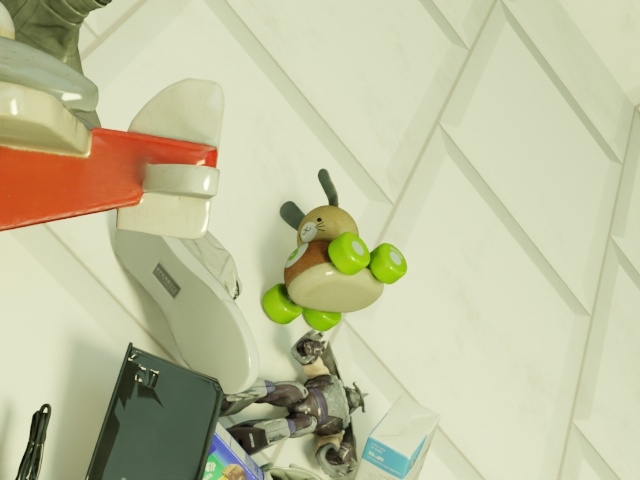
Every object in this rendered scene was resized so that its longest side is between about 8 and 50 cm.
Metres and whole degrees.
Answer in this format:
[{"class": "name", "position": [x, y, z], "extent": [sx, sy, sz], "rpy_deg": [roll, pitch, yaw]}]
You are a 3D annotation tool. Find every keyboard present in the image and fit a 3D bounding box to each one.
[{"class": "keyboard", "position": [-0.217, 0.252, 1.075], "extent": [0.201, 0.033, 0.317], "rpy_deg": [27, 62, -25]}]

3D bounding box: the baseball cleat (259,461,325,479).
[{"class": "baseball cleat", "position": [-0.012, 0.331, 1.267], "extent": [0.206, 0.109, 0.072], "rpy_deg": [45, 34, -24]}]

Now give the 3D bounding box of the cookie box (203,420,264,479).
[{"class": "cookie box", "position": [-0.128, 0.247, 1.195], "extent": [0.107, 0.092, 0.040], "rpy_deg": [50, 5, -13]}]

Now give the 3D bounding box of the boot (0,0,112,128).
[{"class": "boot", "position": [-0.291, -0.237, 1.260], "extent": [0.083, 0.161, 0.246], "rpy_deg": [-26, 88, -54]}]

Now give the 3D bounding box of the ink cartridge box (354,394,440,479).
[{"class": "ink cartridge box", "position": [0.084, 0.299, 1.399], "extent": [0.060, 0.180, 0.104], "rpy_deg": [25, 32, 17]}]

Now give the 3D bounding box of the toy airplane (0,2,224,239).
[{"class": "toy airplane", "position": [-0.272, -0.101, 1.001], "extent": [0.384, 0.386, 0.272], "rpy_deg": [-14, 91, -54]}]

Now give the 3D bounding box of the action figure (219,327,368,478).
[{"class": "action figure", "position": [-0.023, 0.205, 1.353], "extent": [0.285, 0.099, 0.185], "rpy_deg": [2, 60, -54]}]

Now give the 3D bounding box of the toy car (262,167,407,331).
[{"class": "toy car", "position": [0.000, 0.000, 1.480], "extent": [0.149, 0.155, 0.188], "rpy_deg": [15, 46, -45]}]

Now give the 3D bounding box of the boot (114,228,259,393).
[{"class": "boot", "position": [-0.123, 0.063, 1.281], "extent": [0.123, 0.095, 0.258], "rpy_deg": [0, 47, -55]}]
